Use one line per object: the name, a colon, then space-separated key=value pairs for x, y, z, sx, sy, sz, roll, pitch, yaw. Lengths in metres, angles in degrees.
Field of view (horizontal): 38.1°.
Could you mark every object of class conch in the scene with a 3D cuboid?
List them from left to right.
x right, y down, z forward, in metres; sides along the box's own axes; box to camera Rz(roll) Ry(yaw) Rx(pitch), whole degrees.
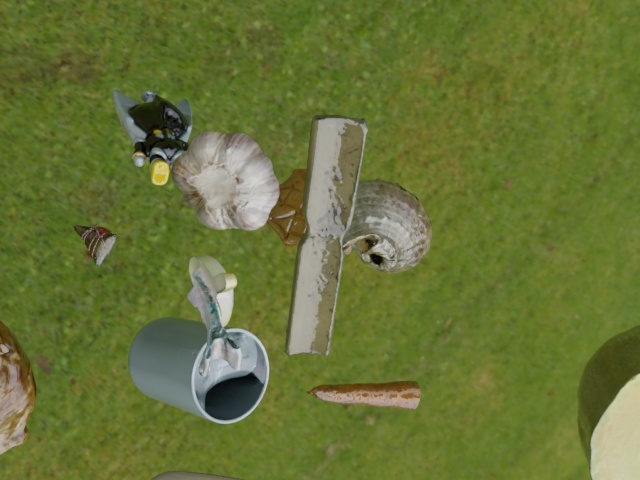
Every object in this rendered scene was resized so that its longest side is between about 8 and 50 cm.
conch: x=0.057 y=-0.009 z=1.149 sx=0.207 sy=0.155 sz=0.130 roll=-50 pitch=135 yaw=-69

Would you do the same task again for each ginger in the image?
ginger: x=-0.479 y=0.156 z=1.191 sx=0.152 sy=0.357 sz=0.274 roll=-27 pitch=96 yaw=-31

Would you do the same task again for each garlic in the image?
garlic: x=-0.135 y=-0.088 z=1.349 sx=0.147 sy=0.159 sz=0.102 roll=-65 pitch=176 yaw=22

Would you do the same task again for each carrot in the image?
carrot: x=0.080 y=0.285 z=1.716 sx=0.224 sy=0.057 sz=0.057 roll=6 pitch=113 yaw=-25

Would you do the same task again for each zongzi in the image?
zongzi: x=-0.404 y=-0.006 z=1.645 sx=0.073 sy=0.083 sz=0.067 roll=21 pitch=107 yaw=-25

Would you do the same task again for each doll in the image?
doll: x=-0.304 y=-0.205 z=1.783 sx=0.145 sy=0.316 sz=0.103 roll=-17 pitch=128 yaw=-9

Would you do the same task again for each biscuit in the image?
biscuit: x=-0.016 y=-0.062 z=1.744 sx=0.182 sy=0.215 sz=0.034 roll=-62 pitch=158 yaw=-20

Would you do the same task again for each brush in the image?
brush: x=0.000 y=0.000 z=0.740 sx=0.043 sy=0.036 sz=0.248 roll=0 pitch=132 yaw=-8

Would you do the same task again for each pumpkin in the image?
pumpkin: x=0.551 y=0.274 z=1.454 sx=0.332 sy=0.199 sz=0.332 roll=-2 pitch=113 yaw=-6

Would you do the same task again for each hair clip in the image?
hair clip: x=-0.165 y=0.099 z=1.421 sx=0.071 sy=0.218 sz=0.159 roll=-2 pitch=133 yaw=-20

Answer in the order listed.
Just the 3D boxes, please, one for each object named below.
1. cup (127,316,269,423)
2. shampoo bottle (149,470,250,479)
cup: x=-0.286 y=0.279 z=2.085 sx=0.205 sy=0.312 sz=0.205 roll=-4 pitch=97 yaw=-41
shampoo bottle: x=-0.221 y=0.452 z=1.567 sx=0.078 sy=0.257 sz=0.127 roll=-7 pitch=88 yaw=-66
